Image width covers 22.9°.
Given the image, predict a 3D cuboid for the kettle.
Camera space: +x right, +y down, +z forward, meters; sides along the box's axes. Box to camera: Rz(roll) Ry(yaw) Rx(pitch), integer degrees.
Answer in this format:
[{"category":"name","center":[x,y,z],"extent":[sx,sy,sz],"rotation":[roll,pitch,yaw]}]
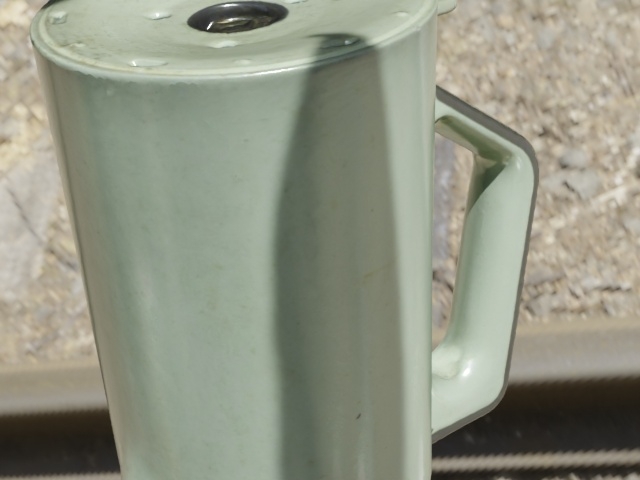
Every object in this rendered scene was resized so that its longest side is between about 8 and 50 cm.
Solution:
[{"category":"kettle","center":[0.000,0.000,1.083],"extent":[0.361,0.376,0.250],"rotation":[-23,32,-33]}]
